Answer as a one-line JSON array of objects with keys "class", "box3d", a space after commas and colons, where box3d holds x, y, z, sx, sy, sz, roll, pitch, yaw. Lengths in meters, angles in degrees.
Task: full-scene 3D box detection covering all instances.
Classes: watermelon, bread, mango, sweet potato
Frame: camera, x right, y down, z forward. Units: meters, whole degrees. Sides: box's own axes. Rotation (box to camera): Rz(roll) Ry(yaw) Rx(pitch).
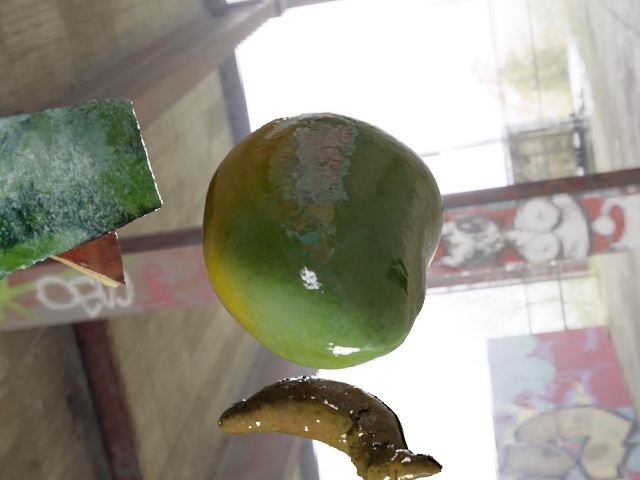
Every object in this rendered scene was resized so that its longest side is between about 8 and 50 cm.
[{"class": "watermelon", "box3d": [-0.289, -0.040, 1.088, 0.257, 0.193, 0.139, -11, 97, 66]}, {"class": "bread", "box3d": [-0.309, -0.027, 1.349, 0.067, 0.119, 0.192, 62, -163, -83]}, {"class": "mango", "box3d": [0.000, 0.000, 0.695, 0.251, 0.157, 0.114, -83, 5, -57]}, {"class": "sweet potato", "box3d": [0.025, 0.232, 1.358, 0.124, 0.310, 0.098, -37, -46, -45]}]
